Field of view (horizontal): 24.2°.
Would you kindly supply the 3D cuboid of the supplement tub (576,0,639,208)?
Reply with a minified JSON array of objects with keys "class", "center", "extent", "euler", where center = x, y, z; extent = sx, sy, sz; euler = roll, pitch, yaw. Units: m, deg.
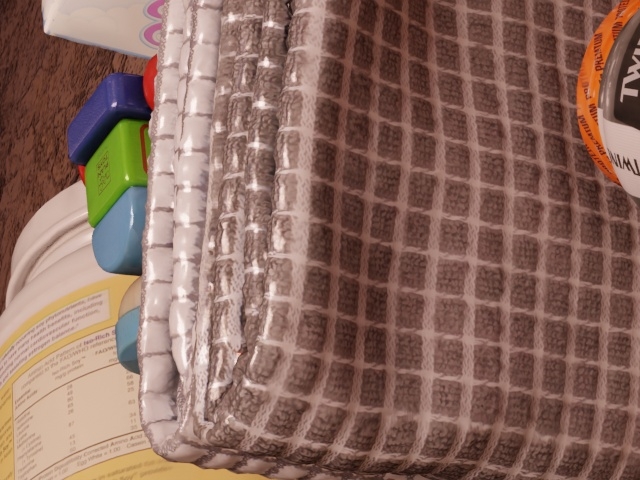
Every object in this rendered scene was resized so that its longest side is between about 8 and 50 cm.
[{"class":"supplement tub","center":[0.183,-0.045,0.543],"extent":[0.190,0.117,0.117],"euler":[25,102,63]}]

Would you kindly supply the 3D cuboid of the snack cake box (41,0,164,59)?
[{"class":"snack cake box","center":[-0.020,-0.161,0.835],"extent":[0.089,0.264,0.152],"euler":[-56,33,39]}]

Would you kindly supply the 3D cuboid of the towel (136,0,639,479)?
[{"class":"towel","center":[0.050,-0.028,0.675],"extent":[0.121,0.235,0.284],"euler":[-20,62,56]}]

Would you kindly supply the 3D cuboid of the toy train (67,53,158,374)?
[{"class":"toy train","center":[0.000,0.000,0.760],"extent":[0.105,0.248,0.143],"euler":[-40,51,50]}]

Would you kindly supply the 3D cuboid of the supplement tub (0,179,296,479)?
[{"class":"supplement tub","center":[-0.067,0.141,0.830],"extent":[0.241,0.241,0.331],"euler":[-54,35,40]}]
